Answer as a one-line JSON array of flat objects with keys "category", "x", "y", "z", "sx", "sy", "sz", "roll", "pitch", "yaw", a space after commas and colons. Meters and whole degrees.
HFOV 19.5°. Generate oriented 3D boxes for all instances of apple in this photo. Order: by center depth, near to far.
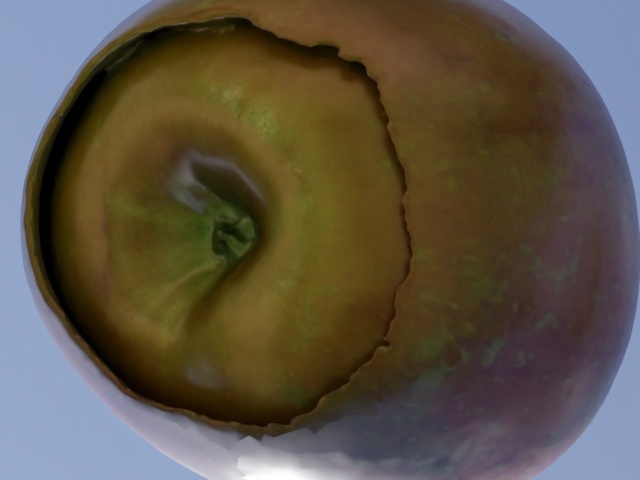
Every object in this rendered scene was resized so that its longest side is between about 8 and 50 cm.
[{"category": "apple", "x": 0.000, "y": 0.000, "z": 0.726, "sx": 0.237, "sy": 0.207, "sz": 0.237, "roll": 0, "pitch": -90, "yaw": 49}]
